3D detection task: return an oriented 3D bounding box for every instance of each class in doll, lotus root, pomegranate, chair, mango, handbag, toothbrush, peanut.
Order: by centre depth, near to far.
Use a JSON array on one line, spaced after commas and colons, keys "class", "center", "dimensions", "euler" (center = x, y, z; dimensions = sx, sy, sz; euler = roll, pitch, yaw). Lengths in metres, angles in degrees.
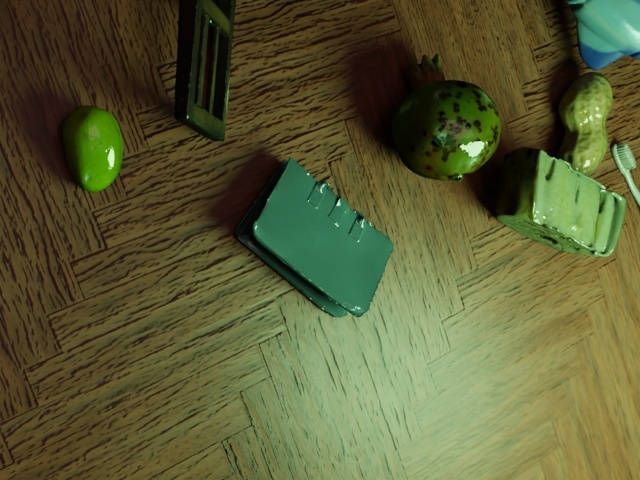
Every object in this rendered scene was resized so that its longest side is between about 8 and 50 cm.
[{"class": "mango", "center": [-0.283, -0.113, 1.065], "dimensions": [0.073, 0.056, 0.108], "euler": [-1, 102, -25]}, {"class": "chair", "center": [-0.042, -0.345, 1.071], "dimensions": [0.241, 0.203, 0.416], "euler": [0, 89, 7]}, {"class": "handbag", "center": [0.000, 0.000, 1.218], "dimensions": [0.221, 0.057, 0.144], "euler": [40, 67, -22]}, {"class": "pomegranate", "center": [0.182, -0.183, 1.273], "dimensions": [0.159, 0.159, 0.205], "euler": [-3, 65, -29]}, {"class": "lotus root", "center": [0.375, -0.059, 1.378], "dimensions": [0.235, 0.138, 0.119], "euler": [22, 84, -27]}, {"class": "doll", "center": [0.511, -0.435, 1.404], "dimensions": [0.376, 0.187, 0.365], "euler": [-9, 73, 0]}, {"class": "peanut", "center": [0.444, -0.192, 1.449], "dimensions": [0.089, 0.089, 0.192], "euler": [8, 84, -28]}, {"class": "toothbrush", "center": [0.601, -0.042, 1.560], "dimensions": [0.025, 0.029, 0.307], "euler": [-37, 106, -32]}]
